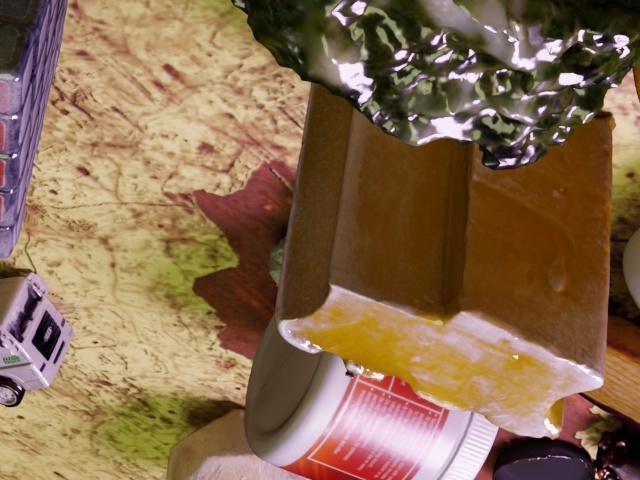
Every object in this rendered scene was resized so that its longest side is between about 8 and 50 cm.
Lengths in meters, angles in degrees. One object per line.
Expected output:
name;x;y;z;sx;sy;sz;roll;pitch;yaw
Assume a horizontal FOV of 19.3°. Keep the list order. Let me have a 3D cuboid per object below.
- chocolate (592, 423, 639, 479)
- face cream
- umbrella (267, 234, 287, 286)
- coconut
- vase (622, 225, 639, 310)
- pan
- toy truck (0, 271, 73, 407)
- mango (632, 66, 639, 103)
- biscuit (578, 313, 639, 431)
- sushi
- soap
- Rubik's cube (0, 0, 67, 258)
chocolate;0.351;0.239;1.967;0.133;0.156;0.156;33;146;12
face cream;0.049;0.144;1.802;0.187;0.201;0.201;23;142;-21
umbrella;0.000;0.000;1.734;0.062;0.067;0.143;50;141;-5
coconut;-0.091;0.265;2.045;0.161;0.162;0.161;1;172;0
vase;0.385;-0.004;1.607;0.248;0.128;0.128;-29;131;29
pan;0.228;0.286;2.102;0.115;0.040;0.212;17;136;-14
toy truck;-0.381;0.103;1.921;0.242;0.101;0.125;-10;129;27
mango;0.345;-0.103;1.491;0.219;0.112;0.145;26;141;-4
biscuit;0.303;0.134;1.753;0.318;0.040;0.318;28;170;5
sushi;0.069;-0.216;1.225;0.352;0.294;0.178;26;136;-22
soap;0.105;-0.010;1.513;0.259;0.281;0.143;20;140;-16
Rubik's cube;-0.317;-0.159;1.426;0.237;0.237;0.238;13;145;-5
